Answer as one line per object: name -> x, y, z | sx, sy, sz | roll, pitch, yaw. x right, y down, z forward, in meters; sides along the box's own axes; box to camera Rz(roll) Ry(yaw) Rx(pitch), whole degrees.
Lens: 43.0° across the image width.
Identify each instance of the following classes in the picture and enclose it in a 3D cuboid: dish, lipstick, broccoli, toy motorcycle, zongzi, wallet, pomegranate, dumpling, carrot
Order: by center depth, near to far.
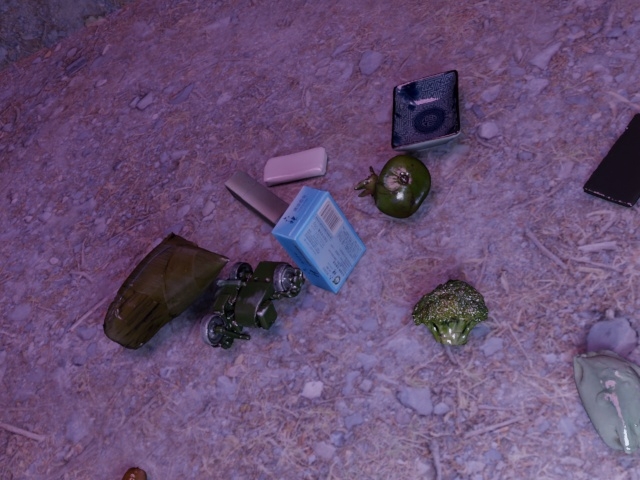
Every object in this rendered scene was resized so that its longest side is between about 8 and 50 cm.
dumpling -> 0.548, 0.281, 1.465 | 0.149, 0.105, 0.216 | -21, 47, 13
broccoli -> 0.271, 0.150, 1.715 | 0.162, 0.146, 0.137 | 3, 88, 10
carrot -> -0.451, 0.618, 1.794 | 0.059, 0.059, 0.247 | 6, 61, 33
wallet -> 0.697, -0.179, 1.803 | 0.124, 0.025, 0.244 | 25, 68, 40
toy motorcycle -> -0.162, 0.152, 1.961 | 0.205, 0.127, 0.275 | 3, 50, 29
pomegranate -> 0.175, -0.137, 1.992 | 0.191, 0.131, 0.152 | 18, 68, 46
zongzi -> -0.374, 0.140, 1.998 | 0.323, 0.160, 0.360 | -56, 27, -13
dish -> 0.282, -0.318, 2.107 | 0.182, 0.080, 0.243 | -11, 49, 21
lipstick -> -0.142, -0.092, 2.173 | 0.068, 0.066, 0.317 | -45, 46, -9
wallet -> -0.071, -0.204, 2.246 | 0.190, 0.033, 0.095 | -9, 50, 23

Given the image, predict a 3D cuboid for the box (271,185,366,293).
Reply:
box -> 0.000, 0.000, 1.905 | 0.083, 0.232, 0.142 | 18, 65, 38
